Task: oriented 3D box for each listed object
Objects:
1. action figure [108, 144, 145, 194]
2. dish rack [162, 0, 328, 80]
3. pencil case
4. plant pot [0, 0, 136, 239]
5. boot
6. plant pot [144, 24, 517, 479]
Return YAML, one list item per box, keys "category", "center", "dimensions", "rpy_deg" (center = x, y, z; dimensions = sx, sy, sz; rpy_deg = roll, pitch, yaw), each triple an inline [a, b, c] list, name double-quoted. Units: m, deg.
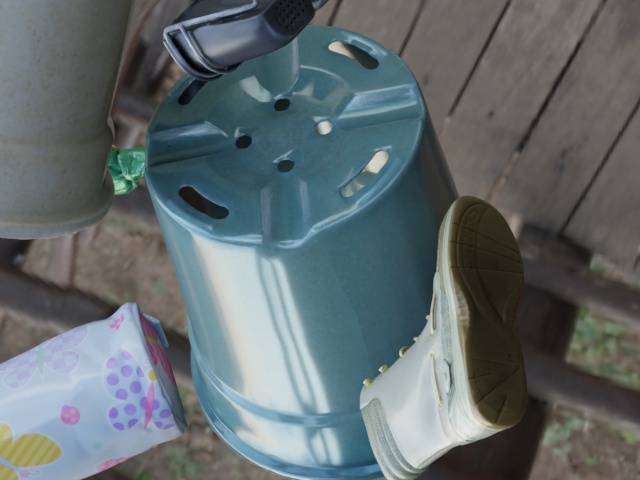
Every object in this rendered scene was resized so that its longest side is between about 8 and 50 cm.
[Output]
- category: "action figure"
  center: [-0.273, -0.078, 1.599]
  dimensions: [0.232, 0.064, 0.137]
  rpy_deg: [1, 155, 19]
- category: "dish rack"
  center: [-0.049, -0.246, 0.796]
  dimensions: [0.074, 0.208, 0.272]
  rpy_deg: [-3, 128, 40]
- category: "pencil case"
  center: [-0.239, 0.146, 1.188]
  dimensions: [0.273, 0.124, 0.114]
  rpy_deg: [-22, 111, -2]
- category: "plant pot"
  center: [-0.267, -0.216, 1.206]
  dimensions: [0.333, 0.334, 0.306]
  rpy_deg: [26, 109, 2]
- category: "boot"
  center: [0.098, 0.083, 1.286]
  dimensions: [0.077, 0.213, 0.165]
  rpy_deg: [15, 146, -25]
- category: "plant pot"
  center: [0.000, 0.000, 1.455]
  dimensions: [0.341, 0.341, 0.334]
  rpy_deg: [5, 145, 17]
